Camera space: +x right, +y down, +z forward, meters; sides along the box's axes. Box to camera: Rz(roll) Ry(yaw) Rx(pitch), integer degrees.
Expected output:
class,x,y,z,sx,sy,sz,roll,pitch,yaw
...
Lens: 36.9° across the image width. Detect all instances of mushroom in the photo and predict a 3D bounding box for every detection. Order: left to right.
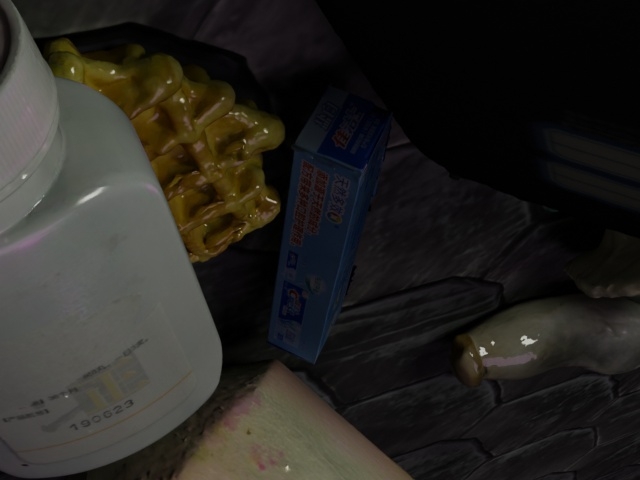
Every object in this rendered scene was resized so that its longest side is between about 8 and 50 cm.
class,x,y,z,sx,sy,sz,roll,pitch,yaw
mushroom,0.298,0.107,1.123,0.351,0.097,0.109,-3,139,-29

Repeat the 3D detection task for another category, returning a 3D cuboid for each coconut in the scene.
class,x,y,z,sx,sy,sz,roll,pitch,yaw
coconut,-0.083,0.256,0.841,0.297,0.309,0.297,-47,174,-7

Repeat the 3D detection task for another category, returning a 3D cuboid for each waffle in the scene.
class,x,y,z,sx,sy,sz,roll,pitch,yaw
waffle,-0.173,-0.012,0.596,0.309,0.065,0.283,1,137,-34

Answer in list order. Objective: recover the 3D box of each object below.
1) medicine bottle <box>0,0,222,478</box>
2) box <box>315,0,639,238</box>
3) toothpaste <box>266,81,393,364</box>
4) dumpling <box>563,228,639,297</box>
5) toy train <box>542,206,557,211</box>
class,x,y,z,sx,sy,sz,roll,pitch,yaw
medicine bottle,-0.152,0.013,0.492,0.161,0.111,0.296,-24,148,-8
box,0.173,-0.080,0.512,0.091,0.359,0.350,-68,157,-7
toothpaste,0.000,0.000,0.718,0.066,0.053,0.272,-60,170,-32
dumpling,0.398,-0.029,0.946,0.395,0.233,0.315,-21,-177,-38
toy train,0.228,-0.068,0.753,0.070,0.172,0.100,28,77,-55
